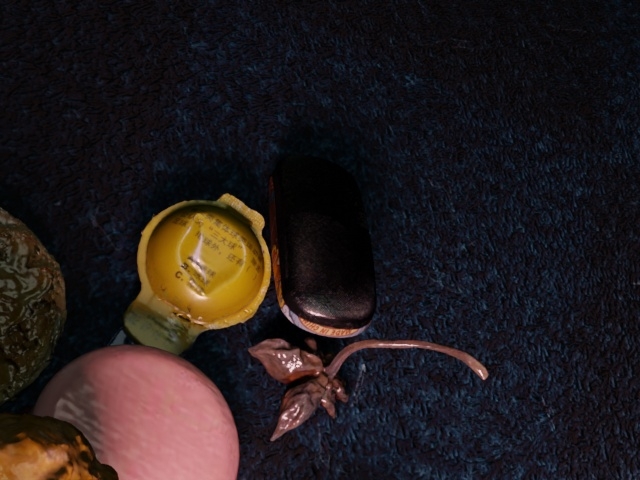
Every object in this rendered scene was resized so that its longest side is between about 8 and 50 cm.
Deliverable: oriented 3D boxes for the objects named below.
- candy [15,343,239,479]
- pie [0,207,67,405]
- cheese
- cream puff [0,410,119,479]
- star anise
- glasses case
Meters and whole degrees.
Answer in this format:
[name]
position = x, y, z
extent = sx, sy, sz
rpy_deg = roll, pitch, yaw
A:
[candy]
position = -0.221, 0.236, 1.402
extent = 0.255, 0.094, 0.255
rpy_deg = 11, 60, -19
[pie]
position = -0.427, 0.071, 1.432
extent = 0.274, 0.055, 0.274
rpy_deg = 10, 63, -20
[cheese]
position = -0.164, 0.056, 1.552
extent = 0.177, 0.069, 0.270
rpy_deg = 34, 64, -4
[cream puff]
position = -0.333, 0.317, 1.153
extent = 0.343, 0.327, 0.231
rpy_deg = -34, 74, -15
[star anise]
position = 0.048, 0.160, 1.507
extent = 0.218, 0.227, 0.148
rpy_deg = 34, 46, -17
[glasses case]
position = 0.000, 0.000, 1.616
extent = 0.122, 0.082, 0.321
rpy_deg = 9, 40, -14
